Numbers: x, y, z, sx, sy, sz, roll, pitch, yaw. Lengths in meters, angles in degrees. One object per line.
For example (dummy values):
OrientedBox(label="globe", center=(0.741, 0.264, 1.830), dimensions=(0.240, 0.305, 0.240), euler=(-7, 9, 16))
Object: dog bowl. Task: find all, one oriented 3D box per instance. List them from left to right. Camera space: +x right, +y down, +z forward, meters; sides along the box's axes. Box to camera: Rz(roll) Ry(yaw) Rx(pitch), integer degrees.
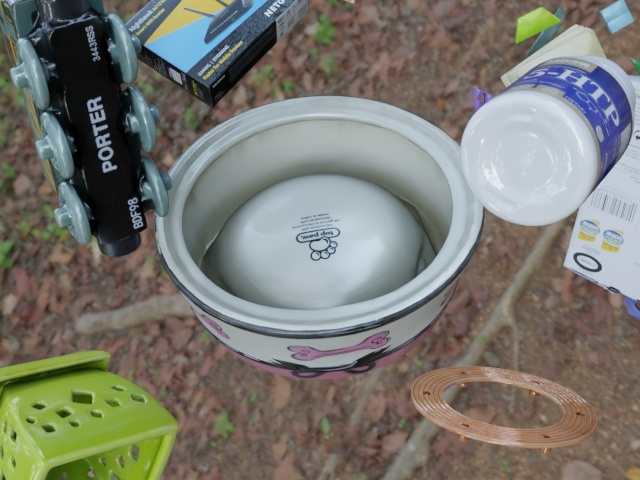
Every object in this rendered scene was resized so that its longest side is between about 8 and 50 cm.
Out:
OrientedBox(label="dog bowl", center=(0.000, 0.000, 1.313), dimensions=(0.407, 0.150, 0.408), euler=(-2, 47, 2))

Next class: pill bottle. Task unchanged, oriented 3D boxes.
OrientedBox(label="pill bottle", center=(0.203, -0.095, 0.876), dimensions=(0.112, 0.112, 0.186), euler=(-18, 12, 36))

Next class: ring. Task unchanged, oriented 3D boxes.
OrientedBox(label="ring", center=(0.330, 0.305, 1.870), dimensions=(0.336, 0.336, 0.032), euler=(25, 114, 51))

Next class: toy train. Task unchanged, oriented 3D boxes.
OrientedBox(label="toy train", center=(-0.270, -0.145, 1.165), dimensions=(0.142, 0.334, 0.190), euler=(-22, 38, -20))

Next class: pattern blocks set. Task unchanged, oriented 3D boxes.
OrientedBox(label="pattern blocks set", center=(0.437, -0.285, 1.871), dimensions=(0.324, 0.285, 0.026), euler=(-20, 13, 5))

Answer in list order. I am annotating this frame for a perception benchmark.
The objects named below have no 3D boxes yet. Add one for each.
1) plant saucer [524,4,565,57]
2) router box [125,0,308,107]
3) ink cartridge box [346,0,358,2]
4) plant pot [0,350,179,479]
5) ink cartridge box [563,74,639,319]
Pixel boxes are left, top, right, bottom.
OrientedBox(label="plant saucer", center=(0.433, -0.394, 1.967), dimensions=(0.119, 0.021, 0.119), euler=(-55, -4, -5))
OrientedBox(label="router box", center=(-0.119, -0.252, 1.177), dimensions=(0.133, 0.046, 0.179), euler=(34, 67, 17))
OrientedBox(label="ink cartridge box", center=(0.053, -0.295, 0.920), dimensions=(0.067, 0.115, 0.198), euler=(22, 32, 19))
OrientedBox(label="plant pot", center=(-0.372, 0.295, 1.473), dimensions=(0.207, 0.228, 0.227), euler=(45, 125, 30))
OrientedBox(label="ink cartridge box", center=(0.556, -0.037, 1.625), dimensions=(0.270, 0.151, 0.396), euler=(31, 117, 44))
